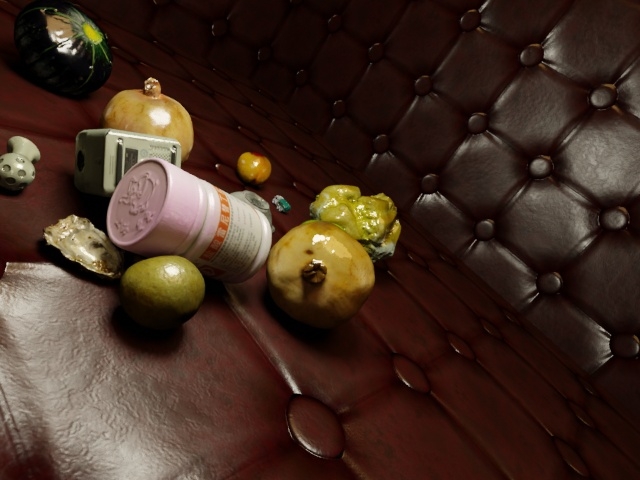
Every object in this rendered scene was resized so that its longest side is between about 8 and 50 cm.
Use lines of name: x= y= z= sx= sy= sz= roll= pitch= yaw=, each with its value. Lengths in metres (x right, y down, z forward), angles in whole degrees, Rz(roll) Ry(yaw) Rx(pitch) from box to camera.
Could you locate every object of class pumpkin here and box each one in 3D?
pumpkin: x=-0.841 y=-0.601 z=1.432 sx=0.295 sy=0.296 sz=0.296 roll=31 pitch=21 yaw=-13

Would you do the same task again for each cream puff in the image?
cream puff: x=0.149 y=-0.086 z=1.719 sx=0.378 sy=0.275 sz=0.378 roll=44 pitch=3 yaw=-2

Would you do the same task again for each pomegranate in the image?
pomegranate: x=0.000 y=0.085 z=1.194 sx=0.307 sy=0.307 sz=0.307 roll=31 pitch=21 yaw=-13
pomegranate: x=-0.495 y=-0.325 z=1.283 sx=0.252 sy=0.271 sz=0.229 roll=32 pitch=28 yaw=10

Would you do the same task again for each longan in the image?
longan: x=-0.305 y=0.088 z=0.855 sx=0.176 sy=0.145 sz=0.155 roll=48 pitch=-5 yaw=22

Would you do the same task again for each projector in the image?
projector: x=-0.467 y=-0.178 z=1.067 sx=0.177 sy=0.164 sz=0.242 roll=1 pitch=9 yaw=-44

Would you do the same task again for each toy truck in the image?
toy truck: x=-0.153 y=-0.144 z=1.762 sx=0.039 sy=0.044 sz=0.083 roll=14 pitch=30 yaw=-52

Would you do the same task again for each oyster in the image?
oyster: x=-0.461 y=0.020 z=0.888 sx=0.177 sy=0.056 sz=0.105 roll=32 pitch=27 yaw=-10

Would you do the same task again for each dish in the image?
dish: x=-0.235 y=-0.102 z=1.488 sx=0.224 sy=0.078 sz=0.246 roll=33 pitch=21 yaw=-13

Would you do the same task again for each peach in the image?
peach: x=-0.264 y=-0.282 z=1.774 sx=0.138 sy=0.138 sz=0.138 roll=31 pitch=21 yaw=-13

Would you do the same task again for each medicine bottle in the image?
medicine bottle: x=-0.280 y=-0.031 z=1.004 sx=0.315 sy=0.202 sz=0.202 roll=28 pitch=19 yaw=-53

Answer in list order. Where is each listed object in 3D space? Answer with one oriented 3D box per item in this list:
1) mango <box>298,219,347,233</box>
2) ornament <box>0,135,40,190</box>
mango: x=0.000 y=0.000 z=1.450 sx=0.175 sy=0.143 sz=0.293 roll=6 pitch=-5 yaw=-13
ornament: x=-0.652 y=-0.161 z=0.957 sx=0.156 sy=0.081 sz=0.075 roll=59 pitch=-7 yaw=49
